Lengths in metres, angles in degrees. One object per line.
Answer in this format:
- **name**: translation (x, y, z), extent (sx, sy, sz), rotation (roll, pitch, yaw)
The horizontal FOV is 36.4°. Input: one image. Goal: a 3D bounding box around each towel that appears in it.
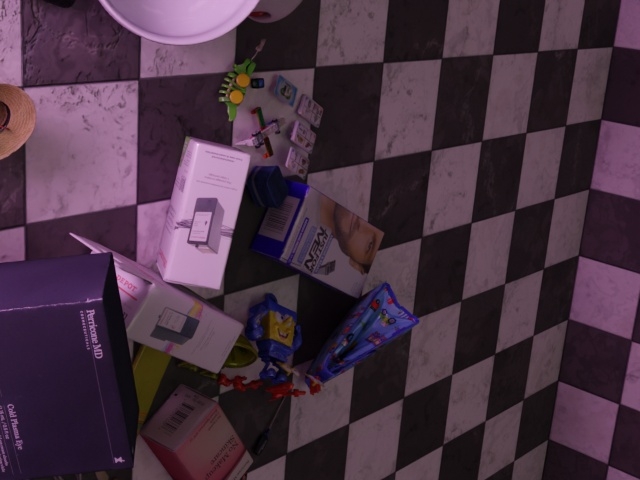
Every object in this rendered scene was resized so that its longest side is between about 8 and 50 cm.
- **towel**: translation (-0.391, 0.330, 2.069), extent (0.102, 0.021, 0.237), rotation (32, 79, -56)

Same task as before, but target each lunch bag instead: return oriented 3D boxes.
- **lunch bag**: translation (-0.120, -0.118, 2.167), extent (0.067, 0.065, 0.098), rotation (-59, 141, -39)
- **lunch bag**: translation (0.070, 0.261, 2.434), extent (0.293, 0.221, 0.138), rotation (-40, 89, -21)

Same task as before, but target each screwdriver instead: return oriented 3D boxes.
- **screwdriver**: translation (-0.121, 0.461, 2.438), extent (0.025, 0.024, 0.170), rotation (38, 71, -19)

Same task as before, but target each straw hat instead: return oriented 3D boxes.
- **straw hat**: translation (-0.552, -0.207, 1.621), extent (0.144, 0.061, 0.144), rotation (-21, 131, -27)

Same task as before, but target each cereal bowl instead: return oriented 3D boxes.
- **cereal bowl**: translation (-0.261, -0.517, 1.731), extent (0.339, 0.141, 0.339), rotation (-4, 102, -21)

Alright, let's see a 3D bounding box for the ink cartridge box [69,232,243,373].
- **ink cartridge box**: translation (-0.339, 0.124, 1.889), extent (0.353, 0.207, 0.119), rotation (34, 86, -50)

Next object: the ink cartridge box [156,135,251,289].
- **ink cartridge box**: translation (-0.235, -0.058, 1.931), extent (0.115, 0.198, 0.273), rotation (12, 97, -15)

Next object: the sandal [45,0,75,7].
- **sandal**: translation (-0.481, -0.435, 1.637), extent (0.179, 0.040, 0.067), rotation (12, 102, -66)

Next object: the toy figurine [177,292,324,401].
- **toy figurine**: translation (-0.150, 0.219, 2.255), extent (0.362, 0.191, 0.217), rotation (30, 52, -44)

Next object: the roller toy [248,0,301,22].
- **roller toy**: translation (-0.122, -0.531, 1.888), extent (0.191, 0.209, 0.146), rotation (-37, 148, 24)

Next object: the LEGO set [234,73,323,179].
- **LEGO set**: translation (-0.095, -0.263, 2.170), extent (0.244, 0.060, 0.182), rotation (31, 68, -52)

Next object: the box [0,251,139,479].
- **box**: translation (-0.489, 0.220, 1.656), extent (0.312, 0.179, 0.343), rotation (-5, 116, -3)

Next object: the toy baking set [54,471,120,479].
- **toy baking set**: translation (-0.499, 0.537, 2.014), extent (0.197, 0.030, 0.256), rotation (39, 74, -49)

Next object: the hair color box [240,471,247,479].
- **hair color box**: translation (-0.241, 0.600, 2.334), extent (0.141, 0.043, 0.072), rotation (-13, 116, -46)

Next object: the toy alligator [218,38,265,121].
- **toy alligator**: translation (-0.171, -0.341, 2.028), extent (0.051, 0.056, 0.190), rotation (21, 88, -11)

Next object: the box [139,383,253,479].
- **box**: translation (-0.273, 0.459, 2.171), extent (0.148, 0.127, 0.232), rotation (-49, 136, -27)

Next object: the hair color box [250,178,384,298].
- **hair color box**: translation (0.000, 0.000, 2.324), extent (0.339, 0.110, 0.185), rotation (29, 81, -53)
